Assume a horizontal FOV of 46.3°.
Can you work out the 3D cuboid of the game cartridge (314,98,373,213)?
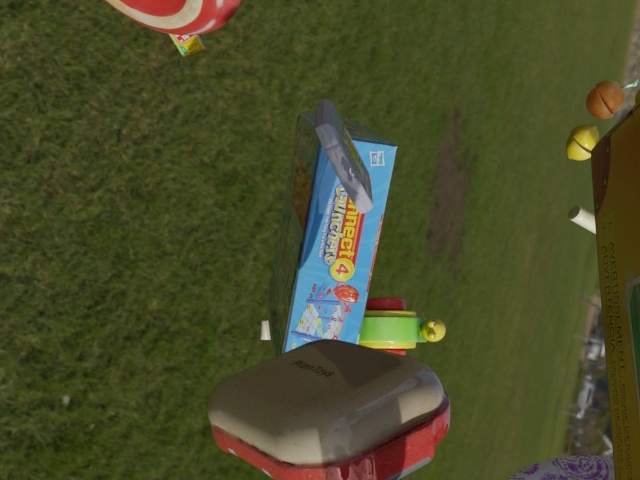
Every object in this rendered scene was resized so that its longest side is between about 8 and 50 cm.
[{"bbox_3d":[0.019,-0.064,0.584,0.083,0.017,0.056,60,20,-30],"label":"game cartridge"}]

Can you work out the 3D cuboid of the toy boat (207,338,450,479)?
[{"bbox_3d":[0.006,0.175,0.626,0.151,0.231,0.151,-18,100,-30],"label":"toy boat"}]

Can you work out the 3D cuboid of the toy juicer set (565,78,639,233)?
[{"bbox_3d":[0.535,-0.129,1.327,0.089,0.209,0.329,-160,-105,-70],"label":"toy juicer set"}]

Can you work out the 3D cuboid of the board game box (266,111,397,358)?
[{"bbox_3d":[0.000,0.000,0.971,0.308,0.086,0.302,-113,-147,-74],"label":"board game box"}]

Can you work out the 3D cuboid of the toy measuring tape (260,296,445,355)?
[{"bbox_3d":[0.049,0.153,1.291,0.121,0.330,0.121,0,90,-82],"label":"toy measuring tape"}]

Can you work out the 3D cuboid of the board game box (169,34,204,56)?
[{"bbox_3d":[-0.191,-0.349,0.857,0.124,0.039,0.259,61,9,-64],"label":"board game box"}]

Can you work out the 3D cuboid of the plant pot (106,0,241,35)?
[{"bbox_3d":[-0.100,-0.267,0.577,0.174,0.191,0.191,-61,153,-25],"label":"plant pot"}]

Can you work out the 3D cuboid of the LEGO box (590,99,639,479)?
[{"bbox_3d":[0.301,0.129,0.380,0.372,0.193,0.500,72,17,-80],"label":"LEGO box"}]

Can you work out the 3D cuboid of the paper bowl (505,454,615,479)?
[{"bbox_3d":[0.300,0.380,0.788,0.284,0.284,0.148,-54,143,-46],"label":"paper bowl"}]
